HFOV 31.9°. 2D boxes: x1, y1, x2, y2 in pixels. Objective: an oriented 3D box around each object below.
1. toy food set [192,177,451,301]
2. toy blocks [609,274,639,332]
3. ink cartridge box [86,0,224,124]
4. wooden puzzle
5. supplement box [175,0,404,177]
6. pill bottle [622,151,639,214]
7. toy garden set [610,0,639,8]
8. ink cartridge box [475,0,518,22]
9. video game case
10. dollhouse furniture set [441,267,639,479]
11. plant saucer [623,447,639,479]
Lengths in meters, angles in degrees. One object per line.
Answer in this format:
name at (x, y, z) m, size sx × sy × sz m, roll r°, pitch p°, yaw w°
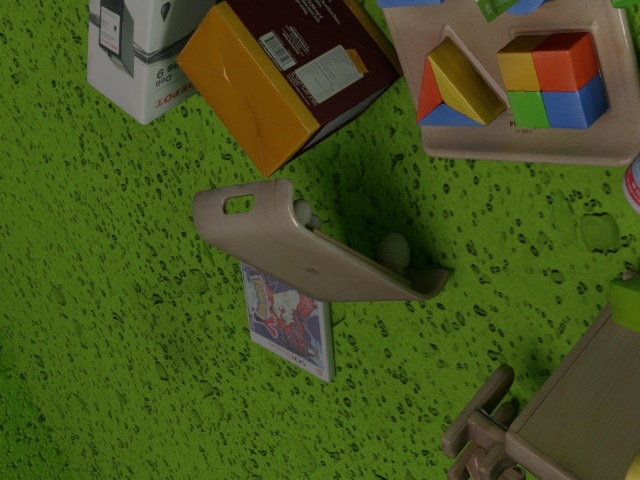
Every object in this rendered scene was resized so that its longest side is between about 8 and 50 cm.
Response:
toy food set at (0.000, 0.000, 1.528) m, size 0.306 × 0.092 × 0.220 m, roll 30°, pitch 159°, yaw -34°
toy blocks at (0.498, 0.070, 1.006) m, size 0.381 × 0.261 × 0.191 m, roll 22°, pitch 135°, yaw 47°
ink cartridge box at (-0.192, -0.327, 1.486) m, size 0.121 × 0.211 × 0.289 m, roll 38°, pitch 142°, yaw 19°
wooden puzzle at (0.182, -0.241, 1.241) m, size 0.322 × 0.080 × 0.348 m, roll 8°, pitch 124°, yaw 46°
supplement box at (-0.035, -0.221, 1.404) m, size 0.191 × 0.194 × 0.129 m, roll 53°, pitch 144°, yaw 2°
pill bottle at (0.379, -0.092, 1.132) m, size 0.087 × 0.087 × 0.160 m, roll 43°, pitch 142°, yaw 15°
toy garden set at (0.319, -0.293, 0.814) m, size 0.244 × 0.049 × 0.204 m, roll -12°, pitch 79°, yaw 22°
ink cartridge box at (0.269, -0.232, 0.957) m, size 0.255 × 0.189 × 0.097 m, roll -33°, pitch 89°, yaw 13°
video game case at (-0.055, 0.122, 1.855) m, size 0.183 × 0.023 × 0.201 m, roll 25°, pitch 135°, yaw 34°
dollhouse furniture set at (0.367, 0.258, 1.383) m, size 0.362 × 0.256 × 0.394 m, roll 34°, pitch 161°, yaw 26°
plant saucer at (0.451, 0.276, 1.137) m, size 0.081 × 0.333 × 0.333 m, roll 12°, pitch 127°, yaw 46°
